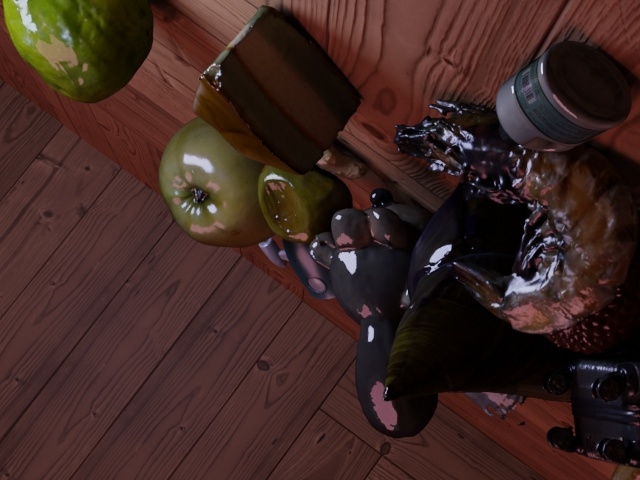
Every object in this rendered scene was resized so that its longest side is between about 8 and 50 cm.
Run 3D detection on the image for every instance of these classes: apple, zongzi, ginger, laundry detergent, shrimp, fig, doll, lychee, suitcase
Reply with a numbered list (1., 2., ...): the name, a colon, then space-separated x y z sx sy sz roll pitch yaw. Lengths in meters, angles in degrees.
1. apple: -0.164 -0.106 2.102 0.262 0.262 0.262 36 170 8
2. zongzi: 0.275 0.166 1.524 0.403 0.432 0.208 34 126 -5
3. ginger: -0.033 -0.172 1.948 0.259 0.065 0.149 27 180 4
4. laundry detergent: 0.232 -0.133 1.189 0.099 0.070 0.226 34 169 -4
5. shrimp: 0.204 -0.029 1.356 0.071 0.233 0.365 2 -162 -47
6. fig: -0.032 -0.068 1.954 0.166 0.154 0.144 34 138 -14
7. doll: 0.103 0.107 1.893 0.252 0.378 0.382 11 -179 15
8. fig: -0.381 -0.365 1.824 0.233 0.233 0.314 34 160 14
9. lychee: 0.332 0.050 1.394 0.194 0.194 0.194 36 170 8
10. suitcase: 0.439 0.189 1.371 0.312 0.128 0.202 -3 176 -11

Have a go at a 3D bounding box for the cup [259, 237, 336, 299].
1. cup: 0.000 0.000 2.328 0.300 0.167 0.173 -7 132 37

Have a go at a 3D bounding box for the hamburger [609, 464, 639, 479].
1. hamburger: 0.562 0.357 1.685 0.268 0.287 0.445 33 171 11

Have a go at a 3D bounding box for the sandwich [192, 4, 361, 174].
1. sandwich: -0.099 -0.224 1.644 0.198 0.155 0.227 25 164 49

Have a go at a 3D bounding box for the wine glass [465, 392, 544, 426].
1. wine glass: 0.266 0.168 2.107 0.357 0.190 0.190 39 170 15
